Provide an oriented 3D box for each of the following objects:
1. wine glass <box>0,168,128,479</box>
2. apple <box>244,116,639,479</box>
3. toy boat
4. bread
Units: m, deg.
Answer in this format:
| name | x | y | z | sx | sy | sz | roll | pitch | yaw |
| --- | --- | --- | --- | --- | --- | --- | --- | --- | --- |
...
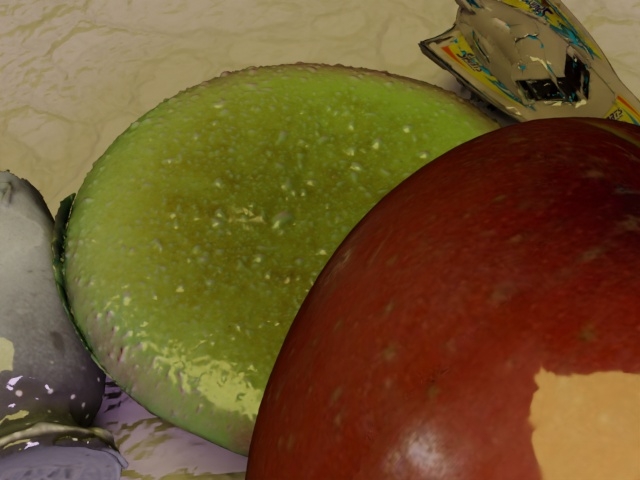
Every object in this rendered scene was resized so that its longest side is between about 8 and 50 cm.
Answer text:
| name | x | y | z | sx | sy | sz | roll | pitch | yaw |
| --- | --- | --- | --- | --- | --- | --- | --- | --- | --- |
| wine glass | -0.182 | 0.061 | 1.061 | 0.111 | 0.111 | 0.204 | -22 | 57 | 0 |
| apple | 0.131 | 0.114 | 0.816 | 0.348 | 0.348 | 0.277 | 44 | 113 | 34 |
| toy boat | 0.150 | -0.085 | 1.100 | 0.084 | 0.066 | 0.210 | -38 | 55 | -10 |
| bread | -0.004 | -0.003 | 1.057 | 0.301 | 0.045 | 0.301 | 2 | 49 | -2 |
